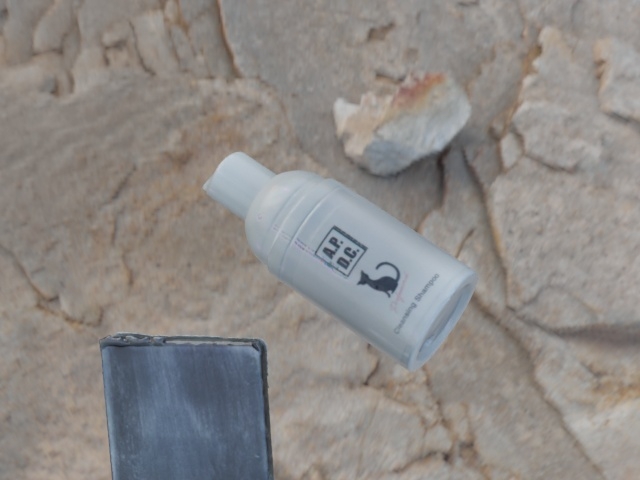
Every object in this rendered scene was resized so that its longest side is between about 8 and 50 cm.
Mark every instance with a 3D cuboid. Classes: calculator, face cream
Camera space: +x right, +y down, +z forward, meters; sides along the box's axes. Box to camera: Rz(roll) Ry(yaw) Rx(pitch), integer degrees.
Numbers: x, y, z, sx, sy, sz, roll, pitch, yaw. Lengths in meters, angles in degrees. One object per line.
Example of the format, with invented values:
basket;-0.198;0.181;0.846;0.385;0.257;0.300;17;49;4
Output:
calculator;-0.112;0.211;1.114;0.161;0.021;0.261;0;99;20
face cream;0.000;0.000;1.548;0.370;0.145;0.145;33;70;16
